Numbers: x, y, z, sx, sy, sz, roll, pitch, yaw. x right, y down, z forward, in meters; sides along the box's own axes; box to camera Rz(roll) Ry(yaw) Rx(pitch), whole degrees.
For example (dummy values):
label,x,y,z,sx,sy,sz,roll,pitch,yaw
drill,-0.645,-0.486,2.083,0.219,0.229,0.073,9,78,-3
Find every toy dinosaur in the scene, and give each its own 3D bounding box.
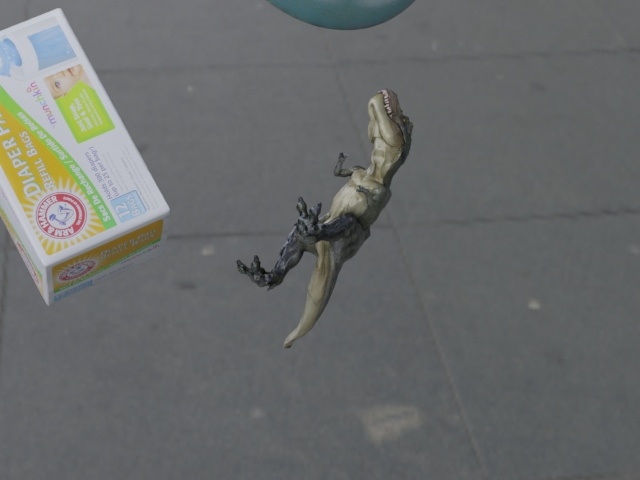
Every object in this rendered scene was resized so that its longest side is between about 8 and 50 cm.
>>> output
label,x,y,z,sx,sy,sz,roll,pitch,yaw
toy dinosaur,0.000,0.000,1.157,0.064,0.268,0.118,40,27,27

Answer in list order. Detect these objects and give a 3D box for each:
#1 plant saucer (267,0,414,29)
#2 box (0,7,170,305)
label,x,y,z,sx,sy,sz,roll,pitch,yaw
plant saucer,0.016,-0.371,1.364,0.317,0.318,0.043,-24,8,-33
box,-0.219,-0.067,1.117,0.114,0.103,0.203,-26,76,-18
